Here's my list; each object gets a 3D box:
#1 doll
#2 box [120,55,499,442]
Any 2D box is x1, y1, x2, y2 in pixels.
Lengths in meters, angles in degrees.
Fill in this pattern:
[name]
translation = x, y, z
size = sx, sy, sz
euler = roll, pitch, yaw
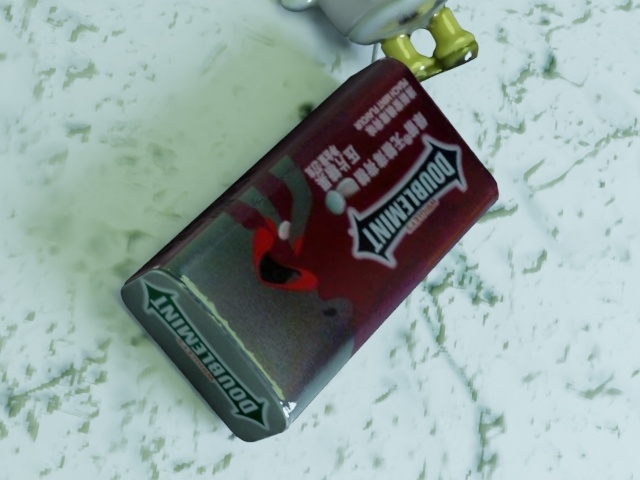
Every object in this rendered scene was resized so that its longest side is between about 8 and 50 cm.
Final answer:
[doll]
translation = 0.024, -0.192, 1.000
size = 0.129, 0.081, 0.207
euler = -28, 86, -3
[box]
translation = 0.000, 0.000, 0.932
size = 0.120, 0.069, 0.224
euler = 52, 54, -7
